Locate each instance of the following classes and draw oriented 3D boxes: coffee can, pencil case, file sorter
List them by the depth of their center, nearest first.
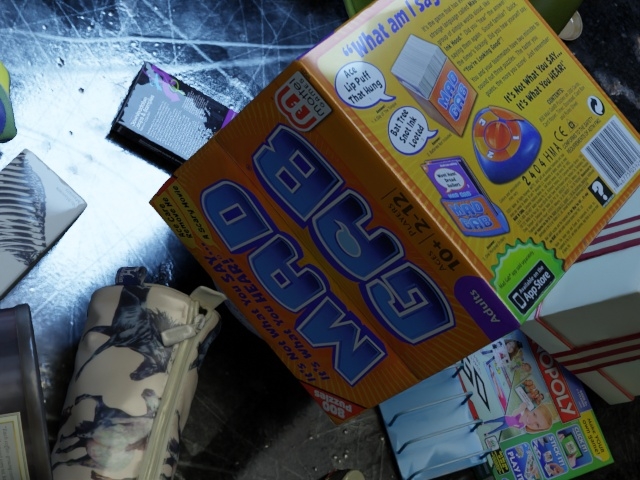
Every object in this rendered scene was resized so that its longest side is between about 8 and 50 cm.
[{"bbox_3d":[-0.433,0.185,1.429,0.276,0.201,0.201,-8,71,-12],"label":"coffee can"},{"bbox_3d":[-0.228,0.240,1.571,0.160,0.183,0.410,26,58,-27],"label":"pencil case"},{"bbox_3d":[0.148,0.225,1.810,0.118,0.104,0.170,-15,74,-9],"label":"file sorter"}]

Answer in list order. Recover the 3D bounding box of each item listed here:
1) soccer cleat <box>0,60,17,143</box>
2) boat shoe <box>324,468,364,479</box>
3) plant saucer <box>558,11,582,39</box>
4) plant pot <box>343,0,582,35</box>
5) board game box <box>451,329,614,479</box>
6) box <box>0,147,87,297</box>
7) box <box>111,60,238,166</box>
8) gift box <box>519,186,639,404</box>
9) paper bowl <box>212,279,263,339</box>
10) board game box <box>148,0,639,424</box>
[{"bbox_3d":[-0.463,-0.247,1.743,0.121,0.093,0.289,14,52,-57],"label":"soccer cleat"},{"bbox_3d":[0.007,0.348,1.740,0.133,0.042,0.049,-52,122,-34],"label":"boat shoe"},{"bbox_3d":[0.407,-0.374,2.302,0.083,0.015,0.083,11,64,-24],"label":"plant saucer"},{"bbox_3d":[0.273,-0.442,2.054,0.367,0.353,0.366,11,64,-24],"label":"plant pot"},{"bbox_3d":[0.273,0.203,1.947,0.214,0.046,0.317,-13,75,-32],"label":"board game box"},{"bbox_3d":[-0.412,0.022,1.626,0.113,0.094,0.275,42,54,-7],"label":"box"},{"bbox_3d":[-0.195,-0.162,1.869,0.162,0.029,0.116,30,56,-15],"label":"box"},{"bbox_3d":[0.451,0.062,1.939,0.255,0.258,0.276,43,52,-22],"label":"gift box"},{"bbox_3d":[0.000,0.000,1.830,0.284,0.148,0.284,13,62,-25],"label":"paper bowl"},{"bbox_3d":[0.097,-0.069,1.593,0.356,0.356,0.356,50,50,-3],"label":"board game box"}]
